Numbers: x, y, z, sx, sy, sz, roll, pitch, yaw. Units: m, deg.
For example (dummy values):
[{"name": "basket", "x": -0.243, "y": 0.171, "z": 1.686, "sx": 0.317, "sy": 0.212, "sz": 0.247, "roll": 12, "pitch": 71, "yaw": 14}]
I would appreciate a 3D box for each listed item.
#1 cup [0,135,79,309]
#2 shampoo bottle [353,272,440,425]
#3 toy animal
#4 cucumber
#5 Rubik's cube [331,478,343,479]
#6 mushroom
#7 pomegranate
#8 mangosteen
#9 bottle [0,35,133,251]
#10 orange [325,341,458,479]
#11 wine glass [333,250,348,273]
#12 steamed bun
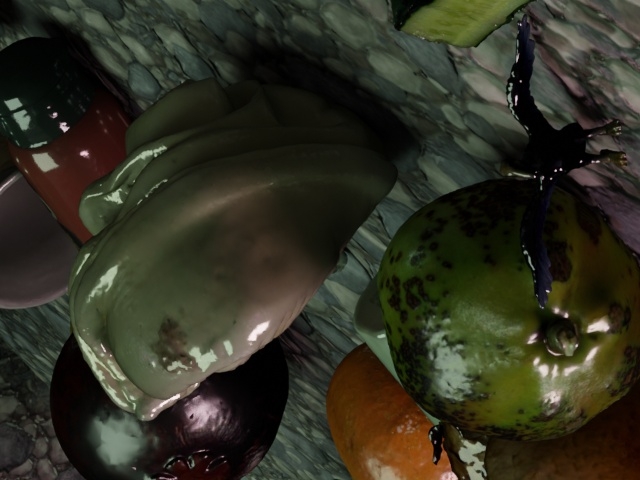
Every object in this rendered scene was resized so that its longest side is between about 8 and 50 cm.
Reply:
[{"name": "cup", "x": -0.382, "y": -0.056, "z": 2.319, "sx": 0.257, "sy": 0.227, "sz": 0.301, "roll": 43, "pitch": 169, "yaw": 37}, {"name": "shampoo bottle", "x": 0.169, "y": 0.145, "z": 1.806, "sx": 0.078, "sy": 0.134, "sz": 0.359, "roll": 16, "pitch": 153, "yaw": 49}, {"name": "toy animal", "x": 0.171, "y": -0.062, "z": 1.379, "sx": 0.062, "sy": 0.108, "sz": 0.220, "roll": 15, "pitch": 118, "yaw": 54}, {"name": "cucumber", "x": 0.117, "y": -0.195, "z": 1.252, "sx": 0.078, "sy": 0.062, "sz": 0.211, "roll": 9, "pitch": 162, "yaw": -17}, {"name": "Rubik's cube", "x": 0.073, "y": 0.516, "z": 2.538, "sx": 0.387, "sy": 0.358, "sz": 0.368, "roll": 9, "pitch": 147, "yaw": 39}, {"name": "mushroom", "x": 0.239, "y": 0.203, "z": 1.663, "sx": 0.283, "sy": 0.263, "sz": 0.195, "roll": 27, "pitch": 126, "yaw": -2}, {"name": "pomegranate", "x": 0.164, "y": 0.037, "z": 1.545, "sx": 0.204, "sy": 0.276, "sz": 0.222, "roll": -29, "pitch": 110, "yaw": 28}, {"name": "mangosteen", "x": -0.202, "y": 0.167, "z": 2.365, "sx": 0.307, "sy": 0.307, "sz": 0.347, "roll": 64, "pitch": -179, "yaw": -51}, {"name": "bottle", "x": -0.257, "y": -0.086, "z": 2.101, "sx": 0.144, "sy": 0.144, "sz": 0.336, "roll": 20, "pitch": 151, "yaw": 45}, {"name": "orange", "x": 0.108, "y": 0.196, "z": 1.955, "sx": 0.224, "sy": 0.170, "sz": 0.224, "roll": 55, "pitch": -170, "yaw": -15}, {"name": "wine glass", "x": 0.000, "y": 0.000, "z": 1.958, "sx": 0.083, "sy": 0.042, "sz": 0.039, "roll": 52, "pitch": -164, "yaw": -40}, {"name": "steamed bun", "x": -0.109, "y": -0.015, "z": 1.695, "sx": 0.219, "sy": 0.324, "sz": 0.310, "roll": 46, "pitch": 153, "yaw": -5}]
